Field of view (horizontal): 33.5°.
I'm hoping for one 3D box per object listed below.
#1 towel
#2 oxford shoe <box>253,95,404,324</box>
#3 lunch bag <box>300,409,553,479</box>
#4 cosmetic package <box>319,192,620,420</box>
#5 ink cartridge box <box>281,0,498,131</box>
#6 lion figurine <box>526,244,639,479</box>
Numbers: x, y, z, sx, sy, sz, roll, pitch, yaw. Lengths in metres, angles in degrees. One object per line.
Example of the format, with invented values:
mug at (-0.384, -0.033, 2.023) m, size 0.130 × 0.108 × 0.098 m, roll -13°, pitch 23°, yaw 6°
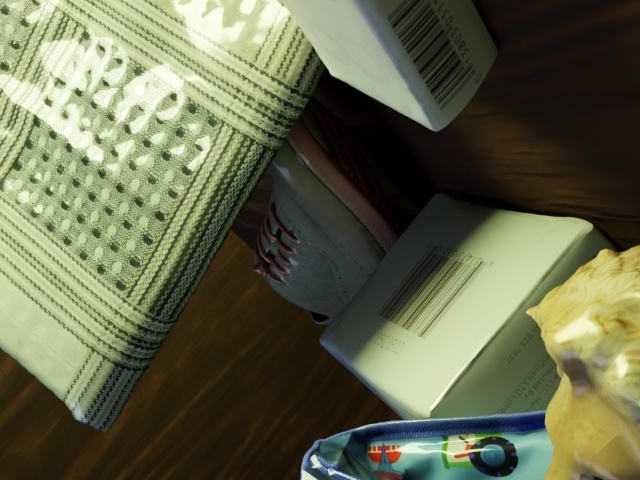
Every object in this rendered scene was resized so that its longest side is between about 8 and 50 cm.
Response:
towel at (-0.182, -0.091, 0.707) m, size 0.324 × 0.312 × 0.056 m, roll 38°, pitch -165°, yaw 22°
oxford shoe at (0.000, 0.000, 0.875) m, size 0.123 × 0.130 × 0.348 m, roll 66°, pitch -174°, yaw 30°
lunch bag at (0.133, 0.196, 0.582) m, size 0.293 × 0.138 × 0.221 m, roll -2°, pitch 128°, yaw 34°
cosmetic package at (0.205, 0.155, 0.749) m, size 0.385 × 0.156 × 0.217 m, roll 42°, pitch 173°, yaw -19°
ink cartridge box at (-0.039, -0.163, 0.509) m, size 0.232 × 0.066 × 0.189 m, roll 30°, pitch 167°, yaw 41°
lion figurine at (0.236, 0.103, 0.268) m, size 0.240 × 0.142 × 0.392 m, roll 51°, pitch 157°, yaw -23°
